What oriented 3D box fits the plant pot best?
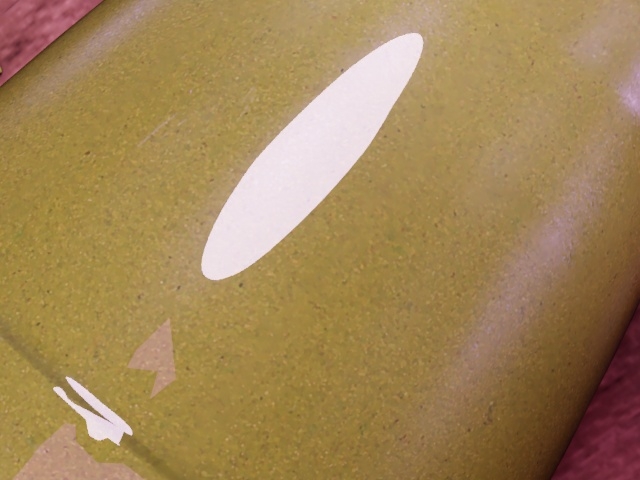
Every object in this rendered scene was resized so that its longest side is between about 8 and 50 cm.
[{"bbox_3d":[0.000,0.000,0.911,0.366,0.366,0.353,40,91,10],"label":"plant pot"}]

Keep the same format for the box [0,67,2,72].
[{"bbox_3d":[-0.271,-0.151,1.112,0.109,0.042,0.178,-27,87,15],"label":"box"}]
